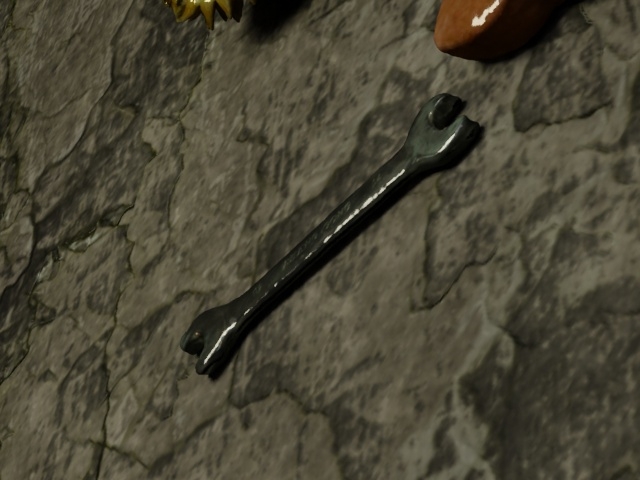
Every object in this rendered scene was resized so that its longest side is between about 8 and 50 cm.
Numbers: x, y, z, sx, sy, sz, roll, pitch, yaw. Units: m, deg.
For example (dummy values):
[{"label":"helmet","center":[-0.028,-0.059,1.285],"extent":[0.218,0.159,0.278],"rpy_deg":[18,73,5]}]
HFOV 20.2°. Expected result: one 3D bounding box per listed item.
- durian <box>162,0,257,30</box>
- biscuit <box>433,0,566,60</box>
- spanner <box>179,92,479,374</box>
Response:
[{"label":"durian","center":[-0.074,-0.273,1.330],"extent":[0.144,0.139,0.252],"rpy_deg":[148,124,-83]},{"label":"biscuit","center":[0.149,-0.249,1.078],"extent":[0.284,0.043,0.306],"rpy_deg":[-48,30,16]},{"label":"spanner","center":[0.000,0.000,1.086],"extent":[0.254,0.015,0.054],"rpy_deg":[-42,34,25]}]
